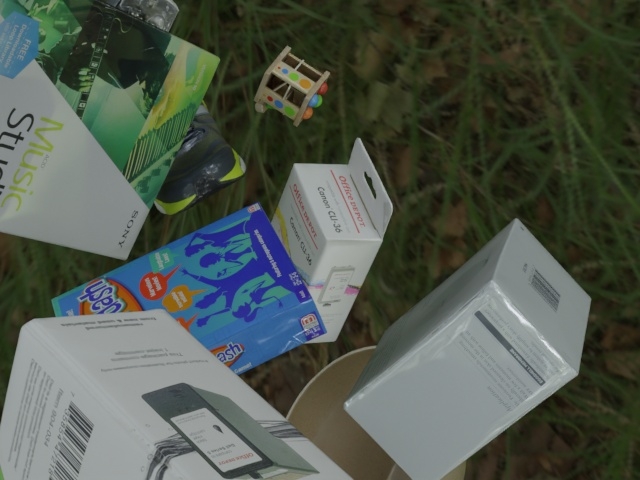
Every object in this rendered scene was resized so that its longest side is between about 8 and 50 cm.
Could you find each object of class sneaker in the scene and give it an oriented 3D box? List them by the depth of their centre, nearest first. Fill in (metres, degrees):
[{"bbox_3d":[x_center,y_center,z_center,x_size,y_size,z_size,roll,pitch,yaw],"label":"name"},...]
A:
[{"bbox_3d":[-0.171,-0.129,1.420,0.111,0.300,0.121,-31,124,-4],"label":"sneaker"}]

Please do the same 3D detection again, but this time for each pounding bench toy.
[{"bbox_3d":[-0.033,-0.162,1.448,0.065,0.083,0.052,33,53,3],"label":"pounding bench toy"}]

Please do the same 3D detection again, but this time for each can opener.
[{"bbox_3d":[-0.275,-0.230,1.714,0.076,0.095,0.283,11,130,-29],"label":"can opener"}]

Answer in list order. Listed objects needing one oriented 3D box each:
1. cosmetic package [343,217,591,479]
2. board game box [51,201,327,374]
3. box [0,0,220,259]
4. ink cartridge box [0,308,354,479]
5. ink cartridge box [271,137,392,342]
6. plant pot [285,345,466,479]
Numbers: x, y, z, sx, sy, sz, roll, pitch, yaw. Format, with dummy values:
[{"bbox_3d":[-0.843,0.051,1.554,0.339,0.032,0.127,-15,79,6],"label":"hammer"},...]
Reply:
[{"bbox_3d":[0.169,0.123,1.431,0.224,0.224,0.138,-41,94,24],"label":"cosmetic package"},{"bbox_3d":[-0.119,0.065,1.118,0.210,0.160,0.047,-26,128,-5],"label":"board game box"},{"bbox_3d":[-0.249,-0.116,1.183,0.058,0.322,0.232,30,97,31],"label":"box"},{"bbox_3d":[-0.090,0.193,0.783,0.114,0.273,0.198,-2,118,-42],"label":"ink cartridge box"},{"bbox_3d":[0.000,0.000,1.328,0.067,0.115,0.198,0,135,-26],"label":"ink cartridge box"},{"bbox_3d":[0.103,0.321,1.886,0.284,0.284,0.191,-47,130,5],"label":"plant pot"}]
